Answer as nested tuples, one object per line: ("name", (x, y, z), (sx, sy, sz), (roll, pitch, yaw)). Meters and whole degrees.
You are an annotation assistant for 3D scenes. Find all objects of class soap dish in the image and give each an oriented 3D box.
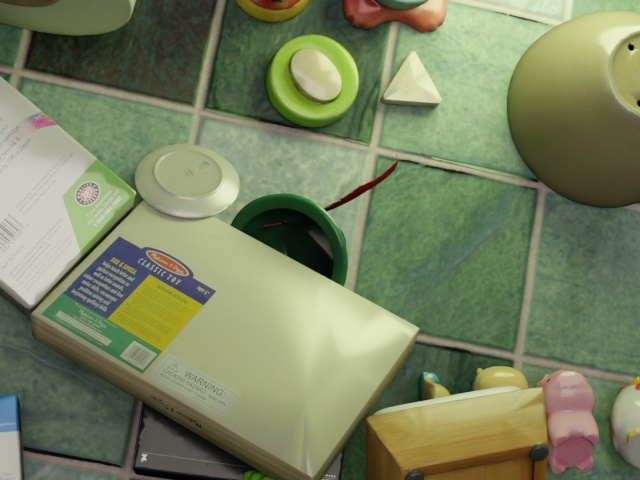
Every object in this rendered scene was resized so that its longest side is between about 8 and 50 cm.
("soap dish", (0.176, 0.335, 1.730), (0.229, 0.118, 0.291), (-9, 119, -11))

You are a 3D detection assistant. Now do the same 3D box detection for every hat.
("hat", (0.000, 0.000, 1.882), (0.208, 0.183, 0.173), (-10, 99, 27))

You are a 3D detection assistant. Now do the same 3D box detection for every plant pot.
("plant pot", (0.425, -0.202, 1.913), (0.284, 0.191, 0.284), (2, 79, -10))

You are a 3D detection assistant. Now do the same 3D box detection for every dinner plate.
("dinner plate", (-0.176, -0.085, 1.834), (0.141, 0.017, 0.141), (7, 46, -8))

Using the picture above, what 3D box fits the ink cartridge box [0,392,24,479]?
("ink cartridge box", (-0.403, 0.310, 1.691), (0.078, 0.134, 0.231), (-3, 79, -12))

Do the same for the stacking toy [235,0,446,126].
("stacking toy", (0.045, -0.314, 1.897), (0.309, 0.130, 0.279), (-7, 80, -11))

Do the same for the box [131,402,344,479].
("box", (-0.097, 0.225, 1.766), (0.261, 0.103, 0.184), (9, 72, -3))

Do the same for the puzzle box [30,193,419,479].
("puzzle box", (-0.116, 0.114, 1.714), (0.409, 0.052, 0.272), (28, 51, 15))

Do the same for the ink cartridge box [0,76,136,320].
("ink cartridge box", (-0.438, -0.091, 1.771), (0.353, 0.119, 0.207), (41, 76, -1))

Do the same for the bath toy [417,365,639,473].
("bath toy", (0.309, 0.232, 1.846), (0.348, 0.129, 0.151), (1, 123, -8))

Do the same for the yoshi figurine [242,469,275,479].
("yoshi figurine", (-0.048, 0.393, 1.625), (0.203, 0.362, 0.203), (-57, 133, -45))

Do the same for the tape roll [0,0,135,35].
("tape roll", (-0.411, -0.367, 1.694), (0.392, 0.392, 0.072), (16, 77, -7))
